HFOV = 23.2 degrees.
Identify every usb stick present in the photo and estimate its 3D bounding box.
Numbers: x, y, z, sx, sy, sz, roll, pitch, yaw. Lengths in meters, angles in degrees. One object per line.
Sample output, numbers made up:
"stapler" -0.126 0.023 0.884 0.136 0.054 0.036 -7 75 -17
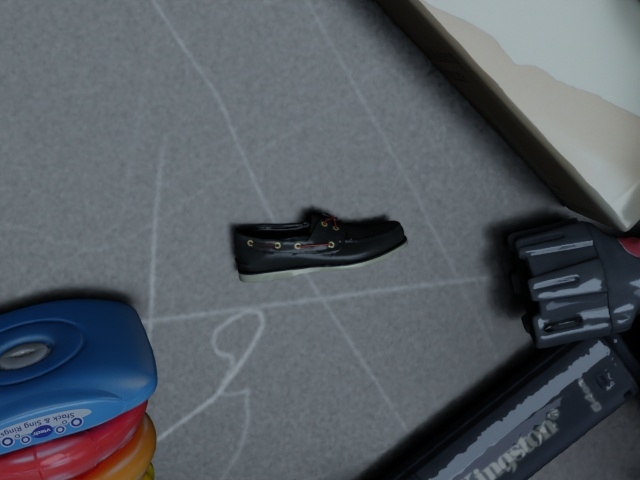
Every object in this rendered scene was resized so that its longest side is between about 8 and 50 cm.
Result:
"usb stick" 0.132 0.169 1.231 0.278 0.045 0.077 -38 101 -2

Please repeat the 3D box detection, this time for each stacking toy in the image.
"stacking toy" -0.181 0.211 1.152 0.175 0.165 0.301 -15 115 -8

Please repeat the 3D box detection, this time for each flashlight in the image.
"flashlight" 0.299 -0.003 1.211 0.304 0.103 0.103 -11 105 -3

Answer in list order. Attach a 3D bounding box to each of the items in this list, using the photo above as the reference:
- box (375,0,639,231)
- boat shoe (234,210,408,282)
"box" 0.142 -0.163 1.133 0.121 0.148 0.311 -45 101 0
"boat shoe" 0.000 0.001 1.183 0.133 0.049 0.042 -8 108 -3
